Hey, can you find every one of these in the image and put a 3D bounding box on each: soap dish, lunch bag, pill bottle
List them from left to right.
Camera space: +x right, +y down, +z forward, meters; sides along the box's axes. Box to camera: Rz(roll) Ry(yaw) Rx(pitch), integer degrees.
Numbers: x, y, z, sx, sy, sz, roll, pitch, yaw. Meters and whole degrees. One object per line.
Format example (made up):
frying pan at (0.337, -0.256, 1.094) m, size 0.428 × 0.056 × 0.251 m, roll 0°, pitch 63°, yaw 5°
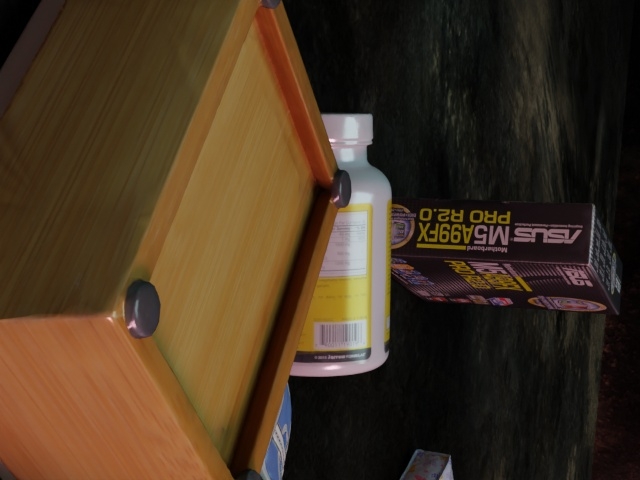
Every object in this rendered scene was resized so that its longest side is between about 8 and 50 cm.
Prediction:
soap dish at (-0.082, -0.003, 0.643) m, size 0.229 × 0.118 × 0.291 m, roll 69°, pitch 28°, yaw -46°
pill bottle at (0.000, 0.000, 0.899) m, size 0.103 × 0.103 × 0.184 m, roll -17°, pitch 109°, yaw -69°
lunch bag at (0.113, 0.279, 1.330) m, size 0.083 × 0.053 × 0.071 m, roll -48°, pitch 137°, yaw -47°

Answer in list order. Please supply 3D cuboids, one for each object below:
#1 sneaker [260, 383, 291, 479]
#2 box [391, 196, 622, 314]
sneaker at (-0.051, 0.152, 0.812) m, size 0.081 × 0.080 × 0.211 m, roll 27°, pitch 68°, yaw -65°
box at (0.178, 0.019, 1.230) m, size 0.270 × 0.216 × 0.060 m, roll 34°, pitch 61°, yaw -68°
